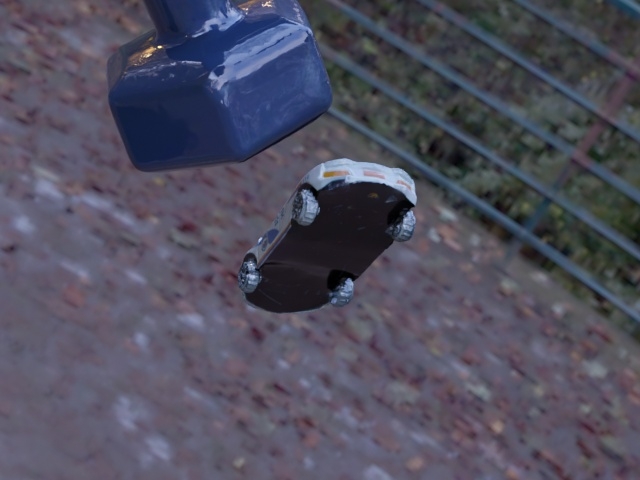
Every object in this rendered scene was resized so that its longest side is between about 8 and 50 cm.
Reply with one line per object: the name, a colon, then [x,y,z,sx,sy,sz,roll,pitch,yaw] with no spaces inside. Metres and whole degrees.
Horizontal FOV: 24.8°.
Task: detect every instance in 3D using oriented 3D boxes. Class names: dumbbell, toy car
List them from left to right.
dumbbell: [-0.103,-0.206,0.904,0.160,0.325,0.144,-5,28,28]
toy car: [0.000,0.000,1.148,0.095,0.205,0.056,9,60,-22]
